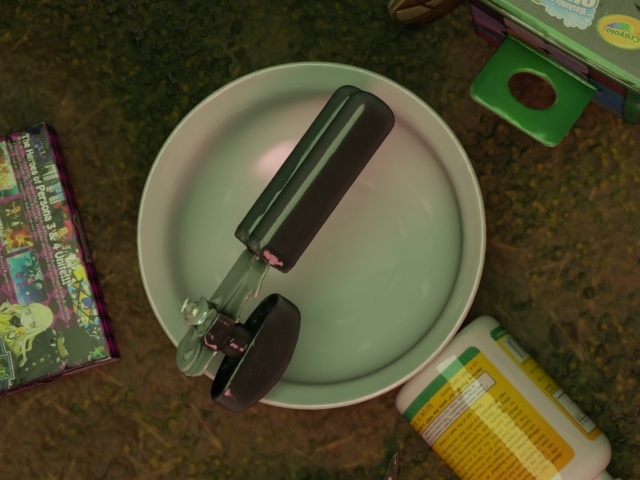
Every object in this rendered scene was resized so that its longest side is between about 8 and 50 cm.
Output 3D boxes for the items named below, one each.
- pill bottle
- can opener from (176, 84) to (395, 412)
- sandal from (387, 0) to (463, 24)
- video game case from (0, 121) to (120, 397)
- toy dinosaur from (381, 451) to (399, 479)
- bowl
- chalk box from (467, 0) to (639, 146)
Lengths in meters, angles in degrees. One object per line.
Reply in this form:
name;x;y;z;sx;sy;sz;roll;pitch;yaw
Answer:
pill bottle;0.172;0.175;1.448;0.117;0.117;0.208;-44;80;2
can opener;-0.027;0.003;1.396;0.093;0.074;0.280;31;91;-23
sandal;0.126;-0.262;1.529;0.180;0.072;0.049;-45;64;0
video game case;-0.316;0.032;1.577;0.210;0.042;0.232;-19;82;7
toy dinosaur;-0.019;0.320;1.463;0.160;0.121;0.313;24;92;-3
bowl;0.000;0.000;1.485;0.298;0.134;0.297;-1;84;9
chalk box;0.240;-0.218;1.450;0.180;0.179;0.289;33;91;10
